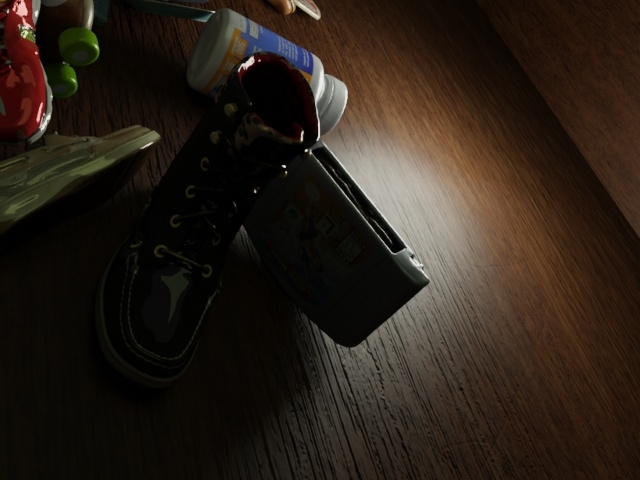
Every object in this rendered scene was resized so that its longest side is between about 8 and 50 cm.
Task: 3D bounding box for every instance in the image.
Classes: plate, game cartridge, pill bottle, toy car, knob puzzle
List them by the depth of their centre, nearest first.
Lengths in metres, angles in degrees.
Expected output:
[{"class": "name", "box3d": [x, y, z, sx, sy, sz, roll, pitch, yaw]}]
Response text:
[{"class": "toy car", "box3d": [-0.418, -0.302, 0.915, 0.188, 0.149, 0.155, 3, 61, -43]}, {"class": "game cartridge", "box3d": [0.000, 0.000, 0.973, 0.297, 0.198, 0.062, 52, 35, 13]}, {"class": "pill bottle", "box3d": [-0.090, -0.293, 1.232, 0.271, 0.152, 0.152, 20, 41, -29]}, {"class": "plate", "box3d": [-0.270, -0.420, 1.235, 0.188, 0.024, 0.188, 9, 18, -3]}, {"class": "knob puzzle", "box3d": [-0.063, -0.627, 1.690, 0.213, 0.030, 0.213, 37, 24, -19]}]

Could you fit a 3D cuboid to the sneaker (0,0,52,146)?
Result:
[{"class": "sneaker", "box3d": [-0.383, -0.245, 0.793, 0.107, 0.118, 0.279, -8, 73, -16]}]

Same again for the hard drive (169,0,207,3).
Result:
[{"class": "hard drive", "box3d": [-0.337, -0.559, 1.333, 0.254, 0.054, 0.172, 44, 28, 7]}]

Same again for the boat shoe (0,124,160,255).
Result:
[{"class": "boat shoe", "box3d": [-0.316, -0.090, 0.835, 0.098, 0.109, 0.302, 45, 40, 0]}]

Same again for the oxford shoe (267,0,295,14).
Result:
[{"class": "oxford shoe", "box3d": [-0.151, -0.595, 1.582, 0.212, 0.076, 0.076, 37, 68, -19]}]

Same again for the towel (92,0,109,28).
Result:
[{"class": "towel", "box3d": [-0.499, -0.499, 1.071, 0.370, 0.040, 0.272, 32, 27, -33]}]

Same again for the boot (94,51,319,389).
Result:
[{"class": "boot", "box3d": [-0.129, -0.040, 0.807, 0.138, 0.284, 0.378, 31, 35, -17]}]
